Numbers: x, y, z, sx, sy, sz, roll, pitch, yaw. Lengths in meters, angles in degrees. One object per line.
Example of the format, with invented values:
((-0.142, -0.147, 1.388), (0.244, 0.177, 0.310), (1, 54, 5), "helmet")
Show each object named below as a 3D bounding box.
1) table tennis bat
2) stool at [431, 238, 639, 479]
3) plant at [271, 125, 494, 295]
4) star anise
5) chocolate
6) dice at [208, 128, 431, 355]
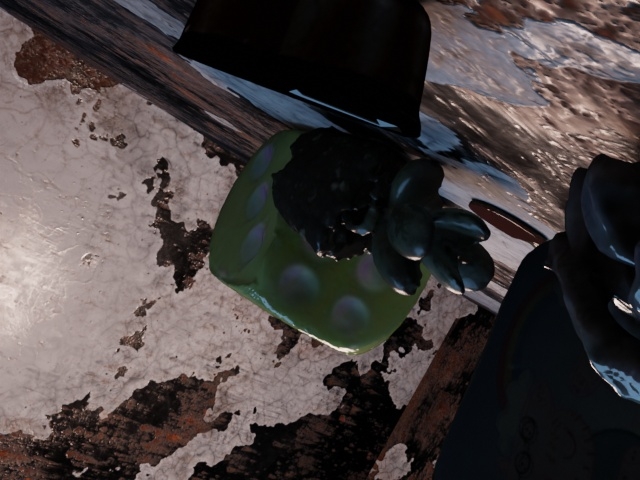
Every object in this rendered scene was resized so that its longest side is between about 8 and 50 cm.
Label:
((0.242, -0.007, 1.026), (0.156, 0.013, 0.087), (31, 176, -19), "table tennis bat")
((0.299, 0.182, 0.777), (0.226, 0.310, 0.310), (23, -179, -30), "stool")
((0.074, -0.030, 0.956), (0.146, 0.149, 0.274), (9, -164, -42), "plant")
((0.231, 0.047, 0.465), (0.359, 0.139, 0.316), (31, -175, -46), "star anise")
((0.007, -0.114, 0.487), (0.149, 0.080, 0.125), (21, -172, 22), "chocolate")
((0.000, 0.000, 1.247), (0.254, 0.252, 0.250), (29, 178, -22), "dice")
